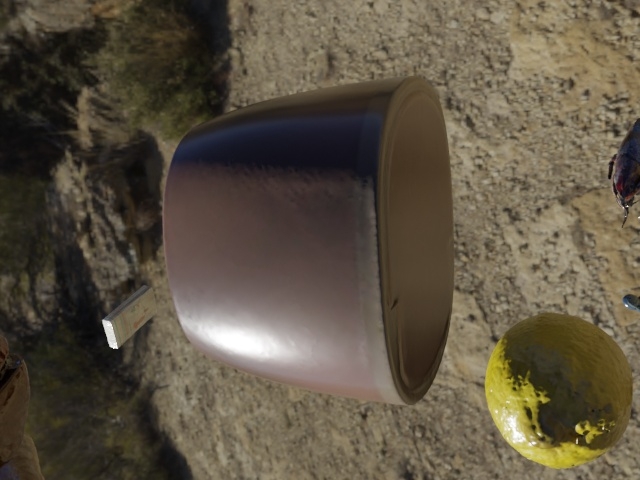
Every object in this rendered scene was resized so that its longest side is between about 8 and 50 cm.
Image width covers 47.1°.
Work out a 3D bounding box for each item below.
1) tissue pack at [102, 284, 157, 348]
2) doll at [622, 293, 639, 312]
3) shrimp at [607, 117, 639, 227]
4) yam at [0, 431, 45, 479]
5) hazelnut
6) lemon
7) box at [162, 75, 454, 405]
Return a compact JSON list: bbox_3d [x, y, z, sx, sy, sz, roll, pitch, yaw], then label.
[{"bbox_3d":[-0.310,0.124,1.202,0.023,0.108,0.056,10,122,25],"label":"tissue pack"},{"bbox_3d":[0.744,0.156,1.655,0.125,0.037,0.027,24,153,14],"label":"doll"},{"bbox_3d":[0.467,-0.101,1.081,0.190,0.073,0.075,-68,9,-25],"label":"shrimp"},{"bbox_3d":[-0.392,0.375,0.982,0.356,0.081,0.081,31,124,55],"label":"yam"},{"bbox_3d":[-0.447,0.194,0.885,0.178,0.177,0.204,31,143,53],"label":"hazelnut"},{"bbox_3d":[0.406,0.256,1.260,0.245,0.320,0.245,9,114,20],"label":"lemon"},{"bbox_3d":[0.000,0.000,0.700,0.216,0.301,0.301,-2,97,22],"label":"box"}]
